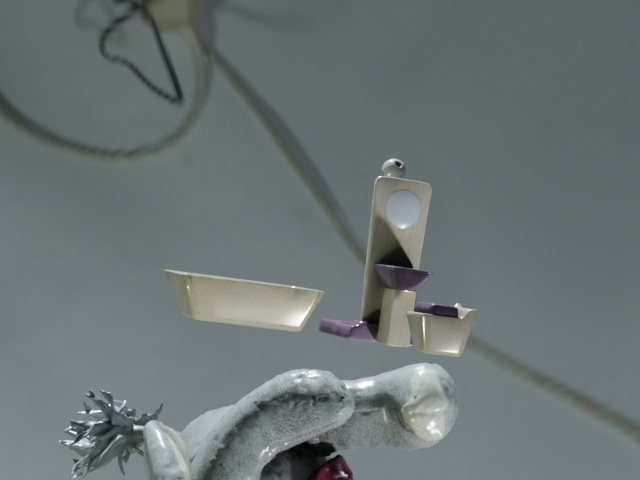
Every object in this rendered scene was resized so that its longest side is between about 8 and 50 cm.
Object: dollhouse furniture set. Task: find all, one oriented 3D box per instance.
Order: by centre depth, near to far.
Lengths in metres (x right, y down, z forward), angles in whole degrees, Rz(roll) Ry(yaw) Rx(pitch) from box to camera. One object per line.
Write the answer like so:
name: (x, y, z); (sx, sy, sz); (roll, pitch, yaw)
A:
dollhouse furniture set: (0.000, 0.000, 0.795); (0.114, 0.091, 0.081); (8, 89, -20)

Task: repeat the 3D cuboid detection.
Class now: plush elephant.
plush elephant: (-0.059, 0.242, 1.410); (0.330, 0.272, 0.255); (11, 36, 0)
